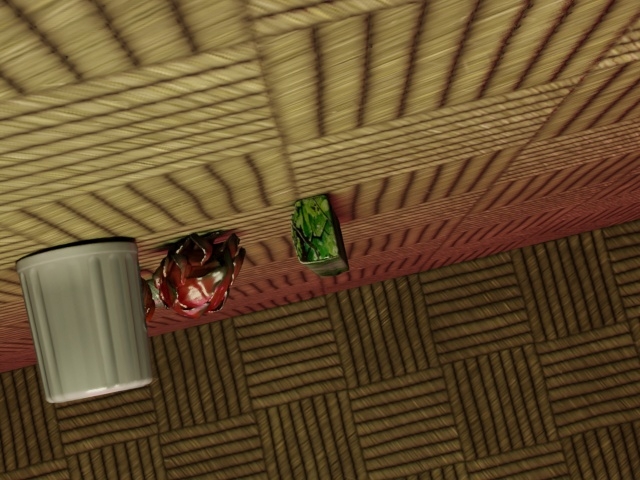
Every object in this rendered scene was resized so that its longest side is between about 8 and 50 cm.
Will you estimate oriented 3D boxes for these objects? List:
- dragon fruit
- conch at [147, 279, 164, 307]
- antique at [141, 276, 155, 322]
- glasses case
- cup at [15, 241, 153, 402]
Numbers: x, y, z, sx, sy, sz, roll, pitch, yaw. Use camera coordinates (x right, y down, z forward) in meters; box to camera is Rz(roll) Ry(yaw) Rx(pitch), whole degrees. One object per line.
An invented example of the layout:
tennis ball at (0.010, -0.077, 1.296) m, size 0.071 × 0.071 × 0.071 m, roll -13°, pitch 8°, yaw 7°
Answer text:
dragon fruit at (-0.188, 0.051, 1.445) m, size 0.121 × 0.130 × 0.142 m, roll 32°, pitch 136°, yaw -17°
conch at (-0.308, 0.100, 1.818) m, size 0.085 × 0.056 × 0.076 m, roll -9°, pitch -176°, yaw -31°
antique at (-0.335, 0.102, 1.610) m, size 0.104 × 0.104 × 0.104 m, roll -13°, pitch 173°, yaw -2°
glasses case at (0.000, 0.000, 1.458) m, size 0.062 × 0.095 × 0.272 m, roll -13°, pitch 172°, yaw 3°
cup at (-0.308, 0.114, 1.331) m, size 0.167 × 0.202 × 0.221 m, roll -15°, pitch 172°, yaw 30°
